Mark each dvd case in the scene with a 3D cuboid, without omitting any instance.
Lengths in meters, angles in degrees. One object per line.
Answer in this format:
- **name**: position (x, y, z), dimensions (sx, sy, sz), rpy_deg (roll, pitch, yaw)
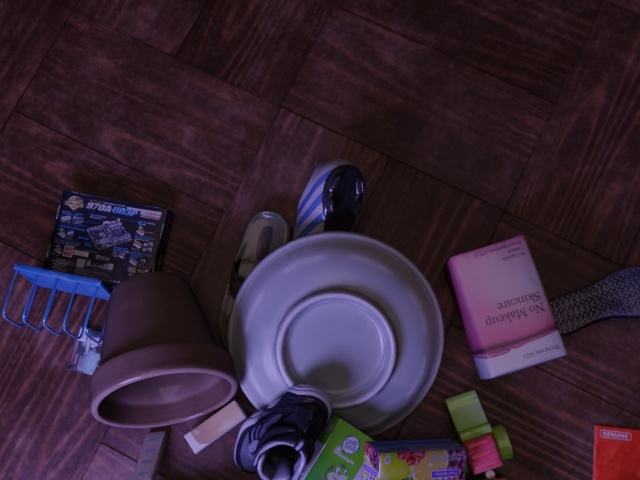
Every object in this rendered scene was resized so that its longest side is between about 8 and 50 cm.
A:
- **dvd case**: position (-0.421, 0.222, 1.573), dimensions (0.119, 0.013, 0.087), rpy_deg (12, 79, 4)

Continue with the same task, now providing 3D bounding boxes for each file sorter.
- **file sorter**: position (-0.494, 0.122, 1.535), dimensions (0.170, 0.118, 0.104), rpy_deg (11, 71, 5)

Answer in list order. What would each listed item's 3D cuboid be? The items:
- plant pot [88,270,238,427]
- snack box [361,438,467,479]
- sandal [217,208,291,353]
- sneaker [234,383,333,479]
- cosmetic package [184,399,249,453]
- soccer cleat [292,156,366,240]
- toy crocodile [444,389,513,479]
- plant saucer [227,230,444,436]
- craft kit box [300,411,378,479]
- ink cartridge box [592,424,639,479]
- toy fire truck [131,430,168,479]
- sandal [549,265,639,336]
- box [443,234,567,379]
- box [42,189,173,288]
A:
- **plant pot**: position (-0.295, 0.189, 1.478), dimensions (0.263, 0.263, 0.229), rpy_deg (-14, 59, -1)
- **snack box**: position (0.157, 0.455, 1.404), dimensions (0.174, 0.070, 0.207), rpy_deg (3, 95, -22)
- **sandal**: position (-0.130, 0.082, 1.551), dimensions (0.120, 0.086, 0.303), rpy_deg (7, 79, 4)
- **sneaker**: position (-0.088, 0.365, 1.403), dimensions (0.101, 0.153, 0.268), rpy_deg (37, 126, -8)
- **cosmetic package**: position (-0.193, 0.347, 1.515), dimensions (0.115, 0.060, 0.041), rpy_deg (-35, 79, -6)
- **soccer cleat**: position (0.000, 0.000, 1.563), dimensions (0.116, 0.143, 0.331), rpy_deg (12, 100, -27)
- **toy crocodile**: position (0.303, 0.440, 1.453), dimensions (0.115, 0.105, 0.341), rpy_deg (-14, 78, -1)
- **plant saucer**: position (0.027, 0.186, 1.456), dimensions (0.400, 0.100, 0.401), rpy_deg (0, 98, 1)
- **craft kit box**: position (0.054, 0.471, 1.431), dimensions (0.250, 0.061, 0.247), rpy_deg (36, 79, -20)
- **ink cartridge box**: position (0.630, 0.469, 1.459), dimensions (0.275, 0.060, 0.239), rpy_deg (6, 80, 3)
- **toy fire truck**: position (-0.257, 0.475, 1.463), dimensions (0.217, 0.158, 0.246), rpy_deg (-10, 89, 1)
- **sandal**: position (0.547, 0.114, 1.542), dimensions (0.254, 0.054, 0.097), rpy_deg (-15, 71, 9)
- **box**: position (0.337, 0.126, 1.503), dimensions (0.148, 0.127, 0.232), rpy_deg (-17, 78, -2)
- **box**: position (-0.418, 0.006, 1.596), dimensions (0.220, 0.051, 0.175), rpy_deg (10, 79, 4)
